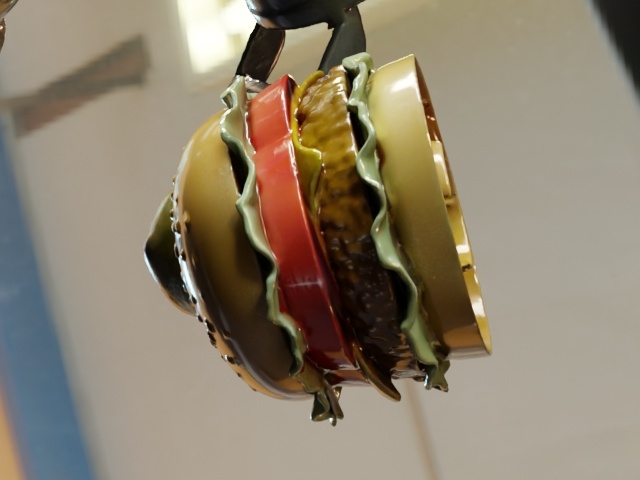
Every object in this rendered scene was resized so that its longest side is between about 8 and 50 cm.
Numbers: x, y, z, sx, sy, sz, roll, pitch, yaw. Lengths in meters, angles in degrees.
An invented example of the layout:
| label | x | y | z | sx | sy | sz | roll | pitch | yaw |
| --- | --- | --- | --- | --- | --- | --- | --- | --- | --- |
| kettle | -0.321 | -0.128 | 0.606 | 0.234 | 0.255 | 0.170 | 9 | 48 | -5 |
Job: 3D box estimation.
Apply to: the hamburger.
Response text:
| label | x | y | z | sx | sy | sz | roll | pitch | yaw |
| --- | --- | --- | --- | --- | --- | --- | --- | --- | --- |
| hamburger | 0.000 | 0.000 | 1.403 | 0.274 | 0.212 | 0.274 | -14 | 90 | -83 |

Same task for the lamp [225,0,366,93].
| label | x | y | z | sx | sy | sz | roll | pitch | yaw |
| --- | --- | --- | --- | --- | --- | --- | --- | --- | --- |
| lamp | -0.036 | -0.318 | 1.599 | 0.374 | 0.272 | 0.205 | -60 | -151 | -5 |

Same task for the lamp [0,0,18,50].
| label | x | y | z | sx | sy | sz | roll | pitch | yaw |
| --- | --- | --- | --- | --- | --- | --- | --- | --- | --- |
| lamp | -0.262 | -0.225 | 1.361 | 0.246 | 0.108 | 0.179 | -64 | -156 | 25 |

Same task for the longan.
| label | x | y | z | sx | sy | sz | roll | pitch | yaw |
| --- | --- | --- | --- | --- | --- | --- | --- | --- | --- |
| longan | -0.082 | 0.006 | 1.799 | 0.155 | 0.176 | 0.145 | -127 | -135 | -67 |
